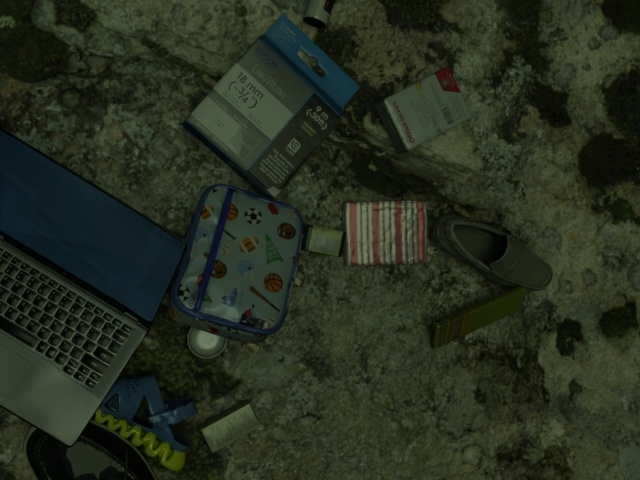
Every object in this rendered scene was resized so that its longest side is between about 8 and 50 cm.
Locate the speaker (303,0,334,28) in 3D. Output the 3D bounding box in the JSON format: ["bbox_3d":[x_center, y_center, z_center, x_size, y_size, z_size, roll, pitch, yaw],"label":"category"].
[{"bbox_3d":[0.007,-0.531,1.501,0.055,0.055,0.136,19,86,-14],"label":"speaker"}]

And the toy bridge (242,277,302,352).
[{"bbox_3d":[-0.116,0.150,1.498,0.063,0.026,0.188,34,83,-10],"label":"toy bridge"}]

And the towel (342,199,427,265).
[{"bbox_3d":[0.145,-0.017,1.563,0.197,0.029,0.144,-2,92,-12],"label":"towel"}]

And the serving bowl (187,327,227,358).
[{"bbox_3d":[-0.239,0.205,1.466,0.083,0.027,0.083,-1,92,-15],"label":"serving bowl"}]

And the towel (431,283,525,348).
[{"bbox_3d":[0.359,0.175,1.596,0.237,0.102,0.021,-21,53,-14],"label":"towel"}]

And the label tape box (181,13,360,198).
[{"bbox_3d":[-0.089,-0.289,1.455,0.240,0.106,0.333,41,82,-12],"label":"label tape box"}]

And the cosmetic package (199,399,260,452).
[{"bbox_3d":[-0.192,0.393,1.475,0.115,0.041,0.060,-25,98,-12],"label":"cosmetic package"}]

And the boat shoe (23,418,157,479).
[{"bbox_3d":[-0.395,0.545,1.370,0.187,0.156,0.500,-36,98,-9],"label":"boat shoe"}]

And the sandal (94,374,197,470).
[{"bbox_3d":[-0.374,0.324,1.394,0.317,0.126,0.138,39,78,-20],"label":"sandal"}]

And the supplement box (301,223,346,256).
[{"bbox_3d":[0.000,0.000,1.494,0.083,0.083,0.056,11,88,-15],"label":"supplement box"}]

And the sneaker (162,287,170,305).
[{"bbox_3d":[-0.300,0.099,1.420,0.237,0.086,0.085,15,89,-13],"label":"sneaker"}]

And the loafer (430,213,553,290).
[{"bbox_3d":[0.401,0.034,1.584,0.319,0.111,0.112,22,86,-14],"label":"loafer"}]

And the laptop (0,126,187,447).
[{"bbox_3d":[-0.498,0.094,1.211,0.382,0.236,0.408,32,76,-1],"label":"laptop"}]

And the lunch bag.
[{"bbox_3d":[-0.172,0.049,1.383,0.243,0.115,0.303,20,64,-15],"label":"lunch bag"}]

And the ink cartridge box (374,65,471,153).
[{"bbox_3d":[0.227,-0.289,1.552,0.175,0.072,0.127,-28,98,-12],"label":"ink cartridge box"}]
